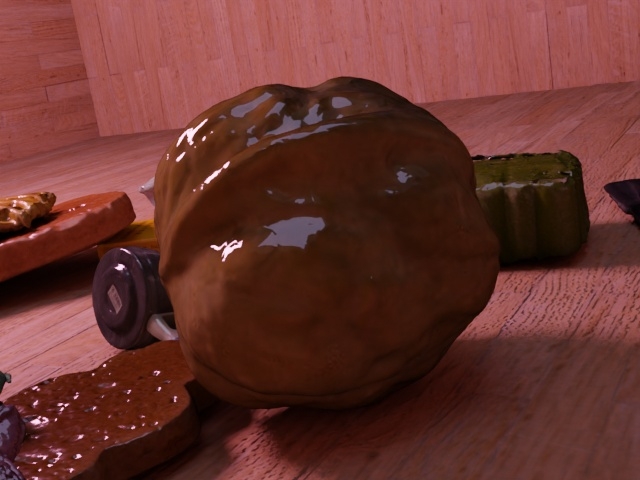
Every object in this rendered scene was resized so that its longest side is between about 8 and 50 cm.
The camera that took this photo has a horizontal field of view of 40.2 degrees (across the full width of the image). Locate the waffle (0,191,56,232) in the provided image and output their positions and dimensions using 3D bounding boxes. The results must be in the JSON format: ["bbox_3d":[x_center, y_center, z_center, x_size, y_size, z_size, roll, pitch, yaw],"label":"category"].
[{"bbox_3d":[-0.518,-0.023,1.300,0.245,0.052,0.254,-16,12,-2],"label":"waffle"}]

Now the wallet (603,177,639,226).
[{"bbox_3d":[0.520,-0.055,1.121,0.247,0.041,0.323,-9,16,7],"label":"wallet"}]

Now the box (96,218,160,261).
[{"bbox_3d":[-0.202,-0.012,1.395,0.269,0.043,0.152,-8,15,9],"label":"box"}]

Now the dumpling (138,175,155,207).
[{"bbox_3d":[-0.227,-0.114,1.619,0.217,0.149,0.104,-7,54,-14],"label":"dumpling"}]

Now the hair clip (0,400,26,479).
[{"bbox_3d":[-0.238,0.186,0.501,0.187,0.056,0.146,-28,58,-24],"label":"hair clip"}]

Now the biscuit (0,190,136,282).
[{"bbox_3d":[-0.502,0.024,1.320,0.456,0.078,0.350,-19,9,-11],"label":"biscuit"}]

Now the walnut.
[{"bbox_3d":[0.001,0.002,0.742,0.277,0.281,0.253,-12,-10,-17],"label":"walnut"}]

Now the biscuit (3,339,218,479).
[{"bbox_3d":[-0.187,0.157,0.687,0.184,0.047,0.320,-9,13,11],"label":"biscuit"}]

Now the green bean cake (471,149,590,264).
[{"bbox_3d":[0.223,-0.042,1.091,0.214,0.113,0.200,-4,14,17],"label":"green bean cake"}]

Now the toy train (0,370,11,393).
[{"bbox_3d":[-0.365,0.134,0.737,0.177,0.116,0.285,-51,26,-9],"label":"toy train"}]

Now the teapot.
[{"bbox_3d":[-0.168,0.060,0.948,0.108,0.111,0.149,-3,0,-45],"label":"teapot"}]
